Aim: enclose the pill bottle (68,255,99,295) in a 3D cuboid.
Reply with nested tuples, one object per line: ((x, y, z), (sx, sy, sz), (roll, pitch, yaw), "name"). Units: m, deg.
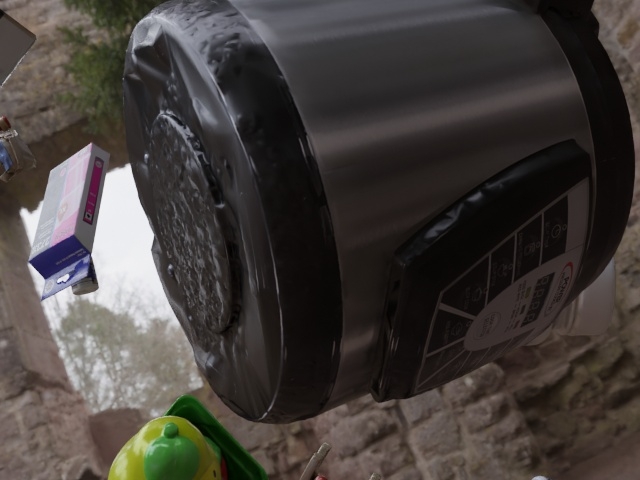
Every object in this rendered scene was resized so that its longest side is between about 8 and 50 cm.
((-0.603, 0.072, 1.760), (0.067, 0.120, 0.067), (-16, -12, -3), "pill bottle")

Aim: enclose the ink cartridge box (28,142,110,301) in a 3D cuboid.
((-0.607, -0.051, 1.683), (0.175, 0.371, 0.069), (-25, -39, 28), "ink cartridge box")

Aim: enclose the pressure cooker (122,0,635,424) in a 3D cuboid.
((0.067, -0.067, 0.650), (0.420, 0.376, 0.369), (-16, 2, -27), "pressure cooker")

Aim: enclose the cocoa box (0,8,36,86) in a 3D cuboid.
((-0.683, -0.260, 1.159), (0.231, 0.228, 0.347), (3, 60, 59), "cocoa box")

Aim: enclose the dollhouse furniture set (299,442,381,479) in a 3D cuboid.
((0.107, 0.442, 0.897), (0.152, 0.374, 0.201), (-63, -13, 4), "dollhouse furniture set")

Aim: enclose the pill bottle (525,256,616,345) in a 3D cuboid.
((0.246, 0.060, 1.085), (0.360, 0.204, 0.204), (-1, -15, 5), "pill bottle")

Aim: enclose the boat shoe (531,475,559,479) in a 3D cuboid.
((0.512, 0.600, 1.453), (0.076, 0.229, 0.080), (6, -51, -19), "boat shoe")

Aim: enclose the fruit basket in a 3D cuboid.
((-0.247, 0.434, 1.149), (0.392, 0.283, 0.392), (-40, 9, 7), "fruit basket")

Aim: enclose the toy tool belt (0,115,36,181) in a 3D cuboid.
((-0.420, -0.121, 0.927), (0.051, 0.083, 0.052), (-35, -4, -23), "toy tool belt")
